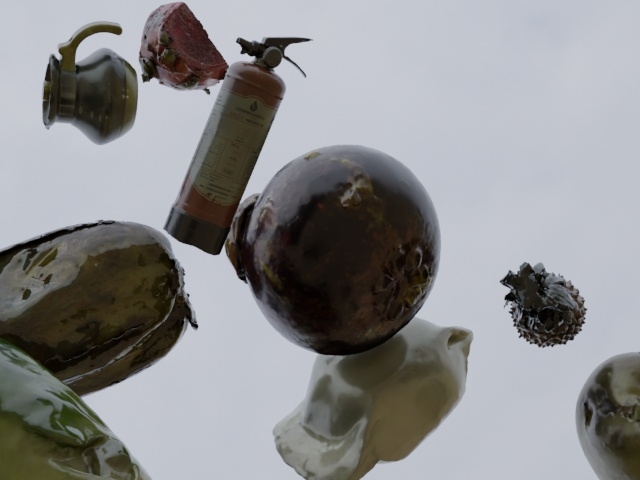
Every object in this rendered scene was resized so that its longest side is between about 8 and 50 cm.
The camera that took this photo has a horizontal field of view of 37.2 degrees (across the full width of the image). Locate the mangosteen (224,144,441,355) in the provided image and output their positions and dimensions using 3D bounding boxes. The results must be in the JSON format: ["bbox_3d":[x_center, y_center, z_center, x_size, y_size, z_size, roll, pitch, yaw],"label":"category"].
[{"bbox_3d":[0.000,0.000,0.872,0.192,0.217,0.192,-23,-56,-38],"label":"mangosteen"}]

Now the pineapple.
[{"bbox_3d":[0.195,0.056,0.839,0.074,0.074,0.159,-49,-22,3],"label":"pineapple"}]

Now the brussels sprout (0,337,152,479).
[{"bbox_3d":[-0.254,0.178,0.685,0.210,0.271,0.219,-53,-23,-46],"label":"brussels sprout"}]

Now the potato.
[{"bbox_3d":[0.314,0.195,0.867,0.137,0.155,0.200,-21,-53,20],"label":"potato"}]

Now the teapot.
[{"bbox_3d":[-0.305,-0.209,1.259,0.119,0.130,0.166,2,-64,-23],"label":"teapot"}]

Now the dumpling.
[{"bbox_3d":[0.056,0.150,0.939,0.250,0.162,0.132,-37,-69,-36],"label":"dumpling"}]

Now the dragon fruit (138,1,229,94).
[{"bbox_3d":[-0.209,-0.263,1.372,0.147,0.102,0.096,55,-129,-14],"label":"dragon fruit"}]

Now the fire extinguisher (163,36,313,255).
[{"bbox_3d":[-0.061,-0.078,0.713,0.062,0.050,0.177,21,-83,-26],"label":"fire extinguisher"}]

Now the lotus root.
[{"bbox_3d":[-0.264,0.079,0.933,0.274,0.160,0.152,-17,-20,-9],"label":"lotus root"}]
